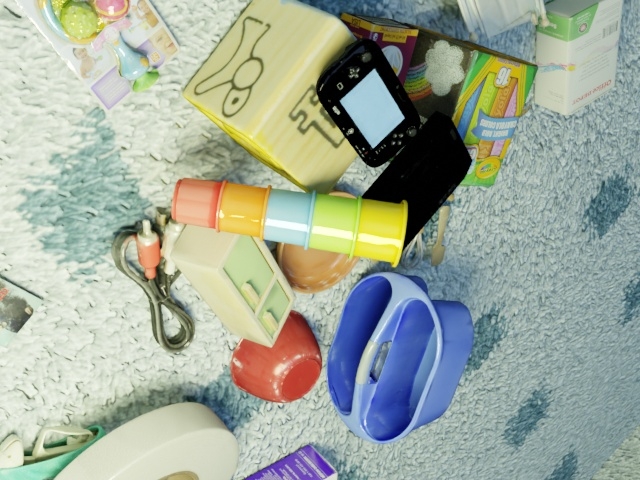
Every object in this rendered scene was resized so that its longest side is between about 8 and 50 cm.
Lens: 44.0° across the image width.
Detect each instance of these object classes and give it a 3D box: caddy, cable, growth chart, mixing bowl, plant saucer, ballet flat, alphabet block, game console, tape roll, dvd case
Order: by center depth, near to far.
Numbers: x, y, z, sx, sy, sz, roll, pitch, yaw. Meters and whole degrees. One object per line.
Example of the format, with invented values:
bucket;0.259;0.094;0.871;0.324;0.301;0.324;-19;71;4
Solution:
dvd case;-0.453;0.090;1.088;0.087;0.013;0.119;-51;136;-4
alphabet block;-0.041;-0.208;1.134;0.197;0.192;0.193;-52;135;-1
game console;0.093;-0.131;1.134;0.213;0.044;0.361;-50;140;-6
cable;-0.242;0.074;1.214;0.139;0.072;0.287;-24;128;-39
ballet flat;-0.441;0.333;1.216;0.247;0.083;0.087;-6;95;-39
tape roll;-0.307;0.438;1.325;0.392;0.072;0.392;-33;147;-25
growth chart;0.310;-0.438;1.373;0.237;0.021;0.172;-23;103;-35
plant saucer;0.000;0.000;1.411;0.200;0.037;0.200;-21;127;-30
mixing bowl;-0.064;0.230;1.455;0.181;0.098;0.181;-21;128;-29
caddy;0.137;0.221;1.525;0.179;0.241;0.341;-4;117;-47

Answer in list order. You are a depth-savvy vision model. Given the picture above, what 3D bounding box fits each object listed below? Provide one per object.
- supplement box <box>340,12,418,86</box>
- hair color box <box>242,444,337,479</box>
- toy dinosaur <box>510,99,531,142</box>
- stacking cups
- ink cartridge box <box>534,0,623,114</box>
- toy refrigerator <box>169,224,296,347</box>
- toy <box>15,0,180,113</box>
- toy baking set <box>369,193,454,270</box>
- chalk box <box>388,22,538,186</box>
supplement box;0.074;-0.261;1.279;0.104;0.081;0.188;-7;120;-39
hair color box;-0.130;0.578;1.609;0.339;0.110;0.185;-21;129;-33
toy dinosaur;0.371;-0.239;1.574;0.183;0.053;0.092;-6;118;-39
stacking cups;-0.042;-0.039;1.089;0.316;0.096;0.096;11;113;-1
ink cartridge box;0.512;-0.380;1.580;0.154;0.093;0.212;-30;131;-23
toy refrigerator;-0.125;0.061;1.240;0.102;0.094;0.269;-64;154;-24
toy;-0.274;-0.280;0.981;0.137;0.056;0.237;-45;136;-12
toy baking set;0.181;-0.035;1.556;0.256;0.030;0.196;15;109;-43
chalk box;0.211;-0.199;1.369;0.179;0.180;0.289;0;116;-41
